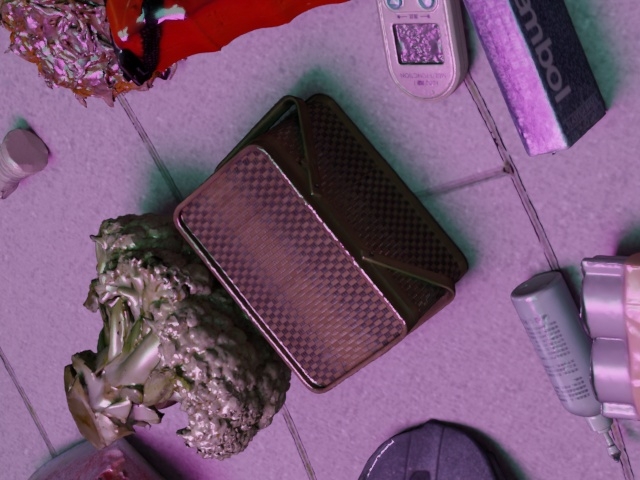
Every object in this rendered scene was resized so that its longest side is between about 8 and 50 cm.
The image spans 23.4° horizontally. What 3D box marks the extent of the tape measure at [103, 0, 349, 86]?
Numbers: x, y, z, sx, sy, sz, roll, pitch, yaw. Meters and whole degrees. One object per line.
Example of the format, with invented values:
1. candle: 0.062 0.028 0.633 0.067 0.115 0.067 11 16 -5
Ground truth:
1. tape measure: -0.094 -0.294 1.370 0.253 0.114 0.260 -18 77 8

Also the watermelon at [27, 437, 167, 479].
1. watermelon: -0.256 0.370 1.873 0.193 0.232 0.310 -45 68 7

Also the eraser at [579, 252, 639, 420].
1. eraser: 0.385 0.091 1.375 0.291 0.087 0.171 3 116 31

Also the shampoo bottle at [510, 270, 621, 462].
1. shampoo bottle: 0.248 0.126 1.504 0.056 0.056 0.195 -16 107 38

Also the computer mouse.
1. computer mouse: 0.137 0.383 1.656 0.203 0.114 0.373 -7 102 36

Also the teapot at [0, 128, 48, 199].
1. teapot: -0.355 -0.089 1.775 0.083 0.057 0.067 -39 54 44

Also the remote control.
1. remote control: 0.088 -0.234 1.413 0.078 0.042 0.221 3 118 30

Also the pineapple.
1. pineapple: -0.242 -0.222 1.579 0.225 0.076 0.224 11 130 13

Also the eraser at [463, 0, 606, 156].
1. eraser: 0.179 -0.186 1.351 0.046 0.092 0.212 -14 106 38

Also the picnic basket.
1. picnic basket: 0.000 0.000 1.537 0.266 0.139 0.165 51 131 -1

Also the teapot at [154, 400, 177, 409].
1. teapot: -0.187 0.157 1.792 0.076 0.068 0.121 42 130 6

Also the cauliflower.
1. cauliflower: -0.172 0.109 1.624 0.250 0.275 0.272 -40 94 0
